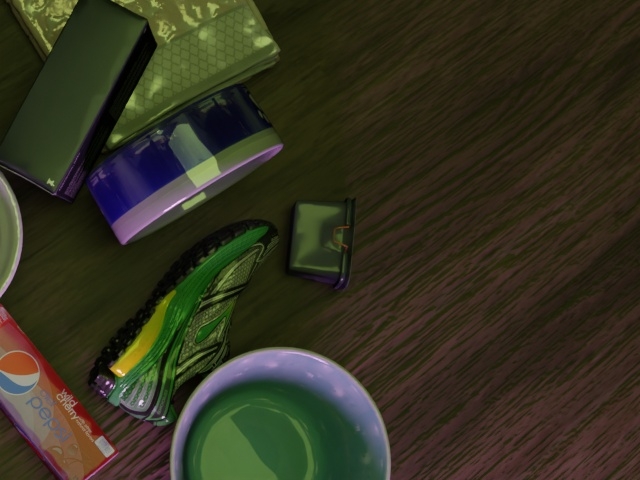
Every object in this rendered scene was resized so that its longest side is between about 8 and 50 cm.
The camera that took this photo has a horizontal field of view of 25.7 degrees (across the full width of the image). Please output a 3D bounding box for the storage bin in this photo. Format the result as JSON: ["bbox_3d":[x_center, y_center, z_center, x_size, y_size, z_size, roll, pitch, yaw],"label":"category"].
[{"bbox_3d":[0.000,0.000,2.083,0.091,0.098,0.135,6,79,-7],"label":"storage bin"}]

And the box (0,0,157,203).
[{"bbox_3d":[-0.328,-0.191,1.905,0.103,0.184,0.261,28,86,-4],"label":"box"}]

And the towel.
[{"bbox_3d":[-0.262,-0.333,2.069,0.332,0.053,0.317,-32,92,-21],"label":"towel"}]

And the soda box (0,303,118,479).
[{"bbox_3d":[-0.391,0.213,1.909,0.083,0.092,0.263,-39,95,-19],"label":"soda box"}]

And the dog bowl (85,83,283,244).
[{"bbox_3d":[-0.188,-0.105,1.941,0.265,0.265,0.104,-32,90,-21],"label":"dog bowl"}]

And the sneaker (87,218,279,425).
[{"bbox_3d":[-0.172,0.110,1.996,0.146,0.134,0.343,42,80,-15],"label":"sneaker"}]

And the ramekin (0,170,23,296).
[{"bbox_3d":[-0.544,-0.002,1.872,0.277,0.135,0.277,3,81,-18],"label":"ramekin"}]

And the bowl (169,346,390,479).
[{"bbox_3d":[-0.076,0.309,1.963,0.311,0.163,0.311,3,80,-19],"label":"bowl"}]
